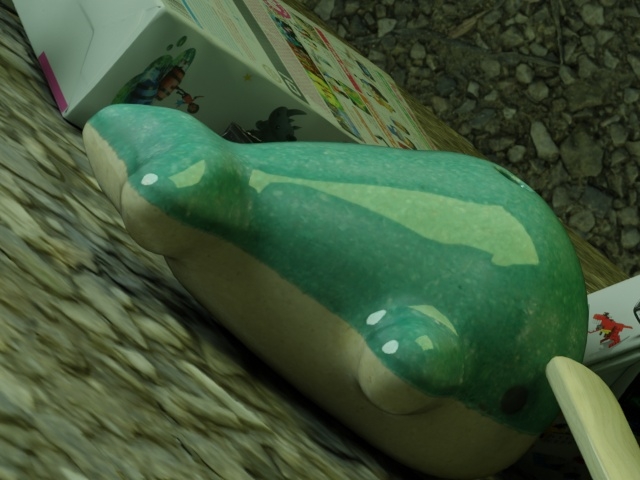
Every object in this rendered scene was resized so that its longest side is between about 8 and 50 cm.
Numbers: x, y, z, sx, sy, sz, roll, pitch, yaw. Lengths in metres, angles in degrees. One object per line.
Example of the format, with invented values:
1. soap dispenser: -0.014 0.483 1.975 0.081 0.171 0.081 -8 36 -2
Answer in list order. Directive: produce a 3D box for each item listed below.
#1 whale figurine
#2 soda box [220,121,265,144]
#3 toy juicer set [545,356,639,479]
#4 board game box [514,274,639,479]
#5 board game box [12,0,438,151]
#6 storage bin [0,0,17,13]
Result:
1. whale figurine: 0.018 0.001 0.949 0.272 0.141 0.216 33 10 -30
2. soda box: 0.000 0.000 1.166 0.169 0.060 0.053 32 9 -33
3. toy juicer set: 0.218 0.213 0.908 0.329 0.089 0.209 33 30 -23
4. board game box: 0.239 0.117 1.151 0.305 0.193 0.053 33 48 -36
5. board game box: -0.048 -0.093 1.279 0.303 0.097 0.224 31 18 -34
6. storage bin: -0.192 -0.204 1.376 0.091 0.098 0.135 31 3 36
